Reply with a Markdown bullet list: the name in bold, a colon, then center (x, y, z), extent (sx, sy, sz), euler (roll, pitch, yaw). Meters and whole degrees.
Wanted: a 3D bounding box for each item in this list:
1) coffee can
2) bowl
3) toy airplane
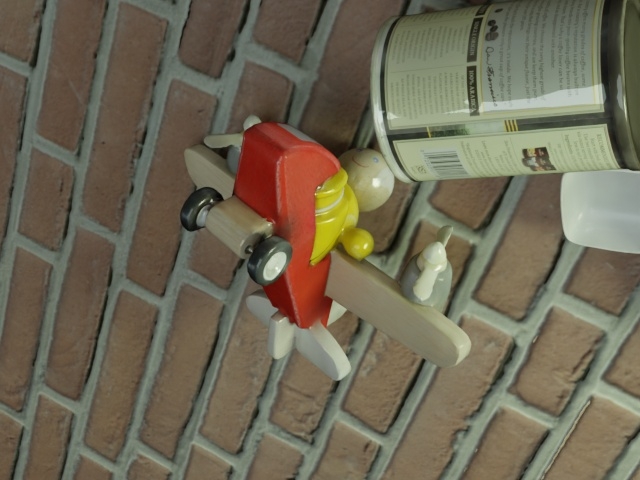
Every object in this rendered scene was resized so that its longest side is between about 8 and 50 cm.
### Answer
- **coffee can**: center (0.220, -0.172, 1.173), extent (0.276, 0.201, 0.201), euler (-2, 114, 26)
- **bowl**: center (0.362, -0.051, 1.239), extent (0.142, 0.053, 0.142), euler (8, 142, 22)
- **toy airplane**: center (0.000, 0.000, 1.361), extent (0.386, 0.272, 0.384), euler (48, 163, -14)
